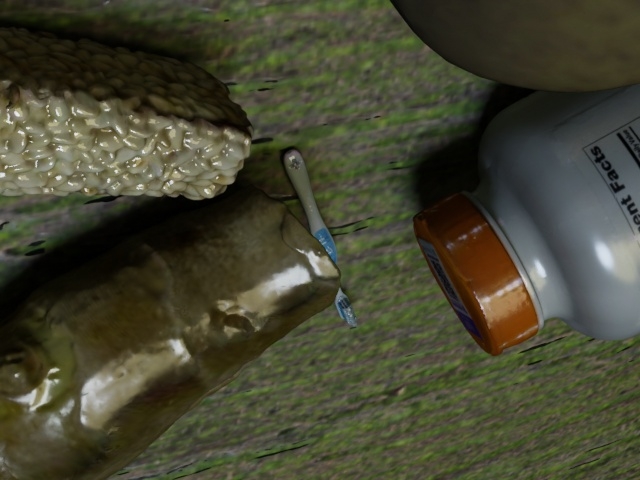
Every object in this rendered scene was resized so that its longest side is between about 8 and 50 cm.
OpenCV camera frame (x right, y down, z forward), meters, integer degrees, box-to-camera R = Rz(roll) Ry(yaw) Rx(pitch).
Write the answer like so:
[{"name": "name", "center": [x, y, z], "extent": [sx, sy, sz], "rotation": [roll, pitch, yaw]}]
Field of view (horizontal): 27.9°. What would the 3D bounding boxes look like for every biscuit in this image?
[{"name": "biscuit", "center": [-0.115, -0.056, 0.608], "extent": [0.168, 0.082, 0.070], "rotation": [2, 132, -35]}]

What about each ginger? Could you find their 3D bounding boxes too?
[{"name": "ginger", "center": [-0.114, 0.066, 0.714], "extent": [0.263, 0.109, 0.116], "rotation": [-33, 113, 0]}]

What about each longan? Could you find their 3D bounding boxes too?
[{"name": "longan", "center": [0.125, -0.161, 0.581], "extent": [0.198, 0.198, 0.212], "rotation": [14, 122, -41]}]

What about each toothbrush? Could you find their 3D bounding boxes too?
[{"name": "toothbrush", "center": [0.000, 0.000, 0.795], "extent": [0.014, 0.017, 0.162], "rotation": [-31, 136, -10]}]

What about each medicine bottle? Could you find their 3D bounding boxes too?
[{"name": "medicine bottle", "center": [0.202, -0.042, 0.772], "extent": [0.289, 0.157, 0.157], "rotation": [-29, 140, -4]}]
